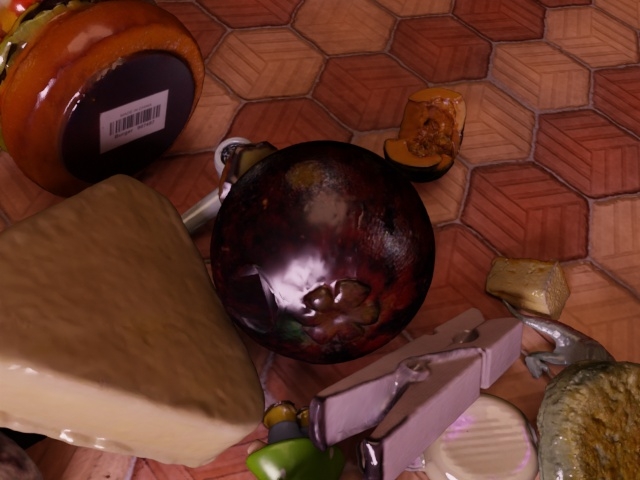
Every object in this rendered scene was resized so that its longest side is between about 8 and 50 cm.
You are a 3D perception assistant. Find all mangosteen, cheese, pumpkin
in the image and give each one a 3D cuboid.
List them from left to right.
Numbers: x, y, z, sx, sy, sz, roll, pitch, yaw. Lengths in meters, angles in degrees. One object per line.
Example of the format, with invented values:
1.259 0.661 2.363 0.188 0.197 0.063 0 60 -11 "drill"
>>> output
-0.262 0.084 0.625 0.383 0.104 0.384 36 29 -24 "cheese"
-0.003 0.011 0.737 0.310 0.311 0.311 3 55 -5 "mangosteen"
0.183 -0.167 0.984 0.118 0.108 0.184 24 63 19 "pumpkin"
0.157 0.261 0.706 0.227 0.064 0.137 -2 52 -10 "cheese"

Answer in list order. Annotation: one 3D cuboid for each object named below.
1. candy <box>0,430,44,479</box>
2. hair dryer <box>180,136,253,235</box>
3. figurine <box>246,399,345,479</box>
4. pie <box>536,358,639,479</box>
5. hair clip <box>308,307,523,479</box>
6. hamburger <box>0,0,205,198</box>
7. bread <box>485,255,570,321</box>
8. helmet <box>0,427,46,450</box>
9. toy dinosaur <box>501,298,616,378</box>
-0.415 0.273 0.554 0.289 0.157 0.215 18 86 4 "candy"
-0.186 -0.050 0.860 0.236 0.131 0.073 -37 69 -13 "hair dryer"
-0.013 0.301 0.613 0.162 0.143 0.263 26 32 -33 "figurine"
0.381 0.275 0.690 0.276 0.078 0.277 6 73 -19 "pie"
0.133 0.174 0.691 0.101 0.085 0.330 11 21 44 "hair clip"
-0.362 -0.245 0.844 0.250 0.330 0.330 43 61 15 "hamburger"
0.318 0.079 0.883 0.109 0.080 0.084 2 45 40 "bread"
-0.412 0.108 0.673 0.279 0.160 0.230 45 55 14 "helmet"
0.372 0.159 0.811 0.167 0.053 0.242 -28 62 -25 "toy dinosaur"
